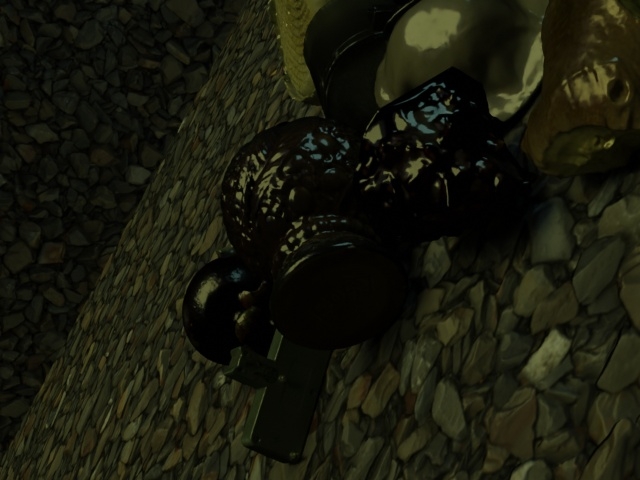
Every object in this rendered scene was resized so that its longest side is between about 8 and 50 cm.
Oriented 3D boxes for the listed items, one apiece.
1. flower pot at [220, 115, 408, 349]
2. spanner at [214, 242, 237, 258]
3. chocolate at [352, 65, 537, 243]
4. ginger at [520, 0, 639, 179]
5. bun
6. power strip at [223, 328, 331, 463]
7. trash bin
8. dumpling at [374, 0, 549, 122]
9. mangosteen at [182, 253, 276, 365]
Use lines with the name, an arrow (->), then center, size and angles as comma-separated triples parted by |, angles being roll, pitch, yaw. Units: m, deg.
flower pot -> 0.000, 0.000, 1.422 | 0.266, 0.266, 0.267 | -52, 33, 28
spanner -> -0.143, 0.017, 1.883 | 0.325, 0.095, 0.040 | -55, 19, -7
chocolate -> 0.177, -0.068, 1.204 | 0.224, 0.206, 0.177 | -31, 40, -20
ginger -> 0.298, -0.183, 1.092 | 0.276, 0.130, 0.221 | -89, 24, -61
bun -> 0.031, -0.444, 1.915 | 0.364, 0.202, 0.364 | 173, 90, -75
power strip -> -0.067, 0.205, 1.465 | 0.061, 0.145, 0.216 | -31, 38, 57
trash bin -> 0.086, -0.286, 1.624 | 0.301, 0.202, 0.252 | -105, 12, -63
dumpling -> 0.194, -0.264, 1.360 | 0.293, 0.163, 0.204 | -28, 33, 19
mangosteen -> -0.129, 0.127, 1.689 | 0.230, 0.194, 0.194 | 25, 87, 44
